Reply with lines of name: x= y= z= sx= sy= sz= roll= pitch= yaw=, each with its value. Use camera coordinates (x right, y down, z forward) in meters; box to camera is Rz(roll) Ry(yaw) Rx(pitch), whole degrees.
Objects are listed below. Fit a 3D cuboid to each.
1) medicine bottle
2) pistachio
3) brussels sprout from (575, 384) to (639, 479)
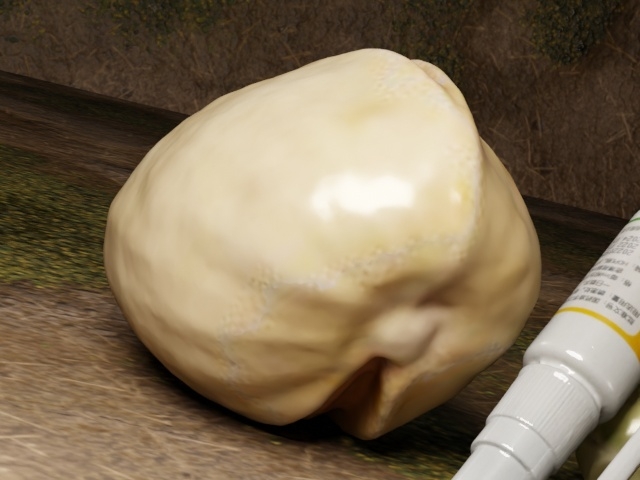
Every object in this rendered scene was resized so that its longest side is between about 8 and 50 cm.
medicine bottle: x=0.157 y=0.078 z=0.933 sx=0.092 sy=0.220 sz=0.061 roll=32 pitch=-31 yaw=20
pistachio: x=0.000 y=0.000 z=0.996 sx=0.230 sy=0.230 sz=0.309 roll=10 pitch=0 yaw=-26
brussels sprout: x=0.220 y=0.109 z=1.011 sx=0.155 sy=0.117 sz=0.155 roll=-11 pitch=35 yaw=7
